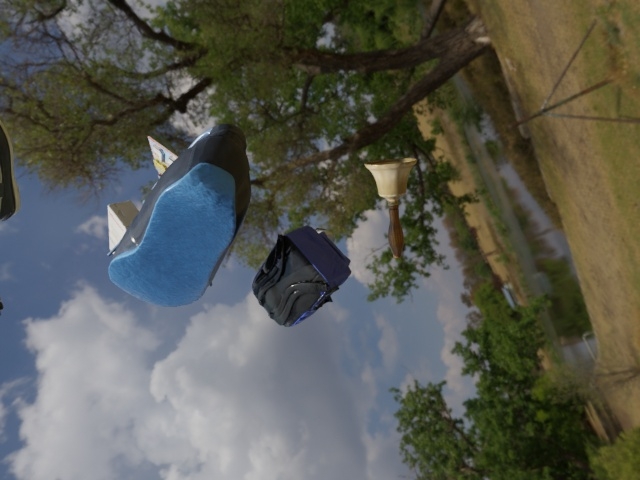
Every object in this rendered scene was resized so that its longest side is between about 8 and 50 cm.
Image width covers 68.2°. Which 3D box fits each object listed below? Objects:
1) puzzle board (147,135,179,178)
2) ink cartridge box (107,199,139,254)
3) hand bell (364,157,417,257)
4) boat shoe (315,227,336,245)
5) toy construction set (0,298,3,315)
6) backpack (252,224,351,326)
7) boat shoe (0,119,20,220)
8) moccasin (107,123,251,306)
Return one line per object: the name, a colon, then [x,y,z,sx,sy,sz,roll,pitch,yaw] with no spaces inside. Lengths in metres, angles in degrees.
puzzle board: [-0.230,-0.101,0.753,0.128,0.011,0.096,34,145,30]
ink cartridge box: [-0.408,-0.010,1.003,0.052,0.123,0.088,-22,-128,-38]
hand bell: [0.180,-0.075,1.168,0.126,0.126,0.242,-54,-40,-70]
boat shoe: [0.000,0.000,0.869,0.040,0.049,0.142,57,179,15]
toy construction set: [-0.814,0.160,0.991,0.215,0.327,0.151,-17,-73,-59]
backpack: [-0.023,0.054,0.628,0.098,0.120,0.101,50,-146,18]
boat shoe: [-0.688,-0.154,0.959,0.079,0.095,0.255,-83,0,-63]
moccasin: [-0.160,-0.011,0.583,0.137,0.342,0.117,30,-127,-24]
